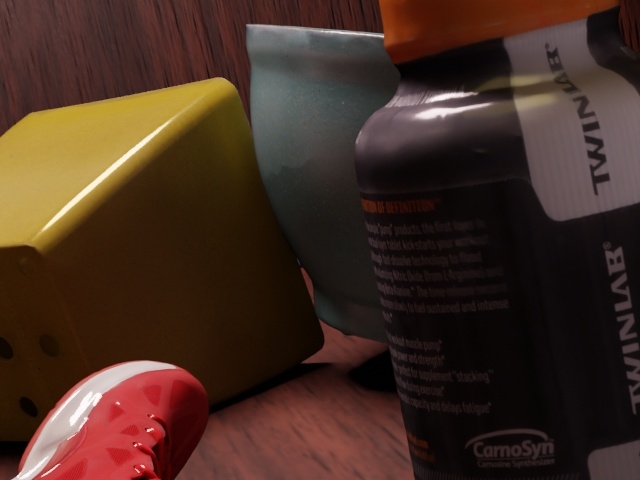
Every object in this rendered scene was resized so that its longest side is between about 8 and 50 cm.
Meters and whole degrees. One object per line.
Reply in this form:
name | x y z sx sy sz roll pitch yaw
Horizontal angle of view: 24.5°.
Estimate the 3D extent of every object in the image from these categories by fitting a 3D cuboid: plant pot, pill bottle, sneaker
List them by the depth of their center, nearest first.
pill bottle | 0.086 0.014 0.563 0.130 0.245 0.130 -11 8 2
sneaker | -0.082 0.127 0.676 0.128 0.087 0.221 3 26 28
plant pot | 0.088 -0.036 0.981 0.293 0.196 0.293 5 8 -1
plant pot | -0.157 0.031 1.020 0.212 0.212 0.187 -6 22 36

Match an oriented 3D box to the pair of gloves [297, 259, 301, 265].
pair of gloves | 0.000 0.000 1.619 0.159 0.023 0.198 -7 9 26
